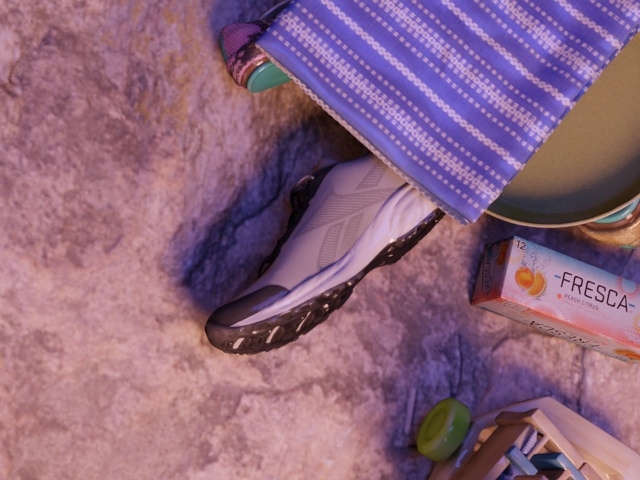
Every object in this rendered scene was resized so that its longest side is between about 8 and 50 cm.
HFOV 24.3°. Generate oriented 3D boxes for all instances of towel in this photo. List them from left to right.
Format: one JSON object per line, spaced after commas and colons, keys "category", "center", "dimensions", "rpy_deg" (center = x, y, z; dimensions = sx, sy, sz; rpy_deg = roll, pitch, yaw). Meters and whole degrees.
{"category": "towel", "center": [0.141, -0.207, 1.269], "dimensions": [0.243, 0.040, 0.336], "rpy_deg": [41, 75, -1]}

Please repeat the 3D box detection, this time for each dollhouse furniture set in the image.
{"category": "dollhouse furniture set", "center": [0.189, 0.220, 1.168], "dimensions": [0.129, 0.183, 0.129], "rpy_deg": [48, 67, -9]}

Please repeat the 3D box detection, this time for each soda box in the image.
{"category": "soda box", "center": [0.232, 0.056, 1.360], "dimensions": [0.183, 0.058, 0.063], "rpy_deg": [21, 73, -19]}

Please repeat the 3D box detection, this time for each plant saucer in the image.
{"category": "plant saucer", "center": [0.213, -0.122, 1.335], "dimensions": [0.241, 0.037, 0.241], "rpy_deg": [-5, 73, 16]}

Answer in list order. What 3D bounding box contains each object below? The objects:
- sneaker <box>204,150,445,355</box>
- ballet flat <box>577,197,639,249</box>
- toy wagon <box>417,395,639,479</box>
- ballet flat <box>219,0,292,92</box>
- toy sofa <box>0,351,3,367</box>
{"category": "sneaker", "center": [0.000, 0.000, 1.261], "dimensions": [0.271, 0.100, 0.108], "rpy_deg": [-39, 82, -27]}
{"category": "ballet flat", "center": [0.302, -0.159, 1.406], "dimensions": [0.123, 0.123, 0.349], "rpy_deg": [13, 77, -20]}
{"category": "toy wagon", "center": [0.160, 0.309, 1.280], "dimensions": [0.267, 0.068, 0.344], "rpy_deg": [33, 70, -14]}
{"category": "ballet flat", "center": [0.014, -0.187, 1.310], "dimensions": [0.221, 0.077, 0.079], "rpy_deg": [-14, 67, -24]}
{"category": "toy sofa", "center": [-0.367, -0.054, 1.097], "dimensions": [0.150, 0.177, 0.363], "rpy_deg": [-4, 81, -48]}
